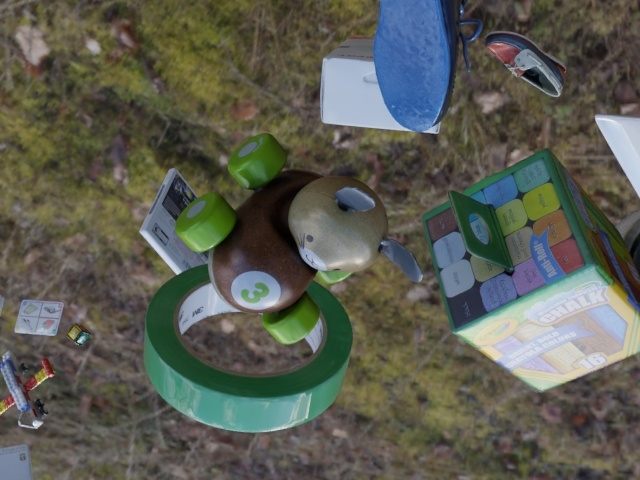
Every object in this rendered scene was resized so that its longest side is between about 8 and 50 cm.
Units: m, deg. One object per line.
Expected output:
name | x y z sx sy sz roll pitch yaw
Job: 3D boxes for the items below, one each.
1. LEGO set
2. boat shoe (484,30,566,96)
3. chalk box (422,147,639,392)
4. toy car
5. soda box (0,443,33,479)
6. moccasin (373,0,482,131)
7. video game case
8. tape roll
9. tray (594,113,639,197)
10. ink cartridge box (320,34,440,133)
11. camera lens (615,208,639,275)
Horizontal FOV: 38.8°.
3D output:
LEGO set | -0.437 0.161 1.254 0.245 0.182 0.060 2 161 24
boat shoe | 0.280 -0.242 1.239 0.137 0.043 0.049 23 161 -24
chalk box | 0.247 0.029 1.065 0.179 0.180 0.289 -29 139 24
toy car | 0.000 0.000 0.773 0.188 0.149 0.155 1 138 52
soda box | -0.525 0.351 1.300 0.216 0.073 0.069 -7 157 -17
moccasin | 0.149 -0.306 1.180 0.138 0.117 0.341 23 134 28
video game case | -0.283 -0.023 1.864 0.022 0.173 0.190 -7 136 30
tape roll | -0.112 0.155 1.416 0.322 0.321 0.077 13 126 4
tray | 0.550 -0.116 1.442 0.145 0.030 0.270 16 157 49
ink cartridge box | 0.125 -0.285 1.615 0.207 0.283 0.117 7 112 10
camera lens | 0.507 0.050 1.264 0.220 0.219 0.274 8 179 9
